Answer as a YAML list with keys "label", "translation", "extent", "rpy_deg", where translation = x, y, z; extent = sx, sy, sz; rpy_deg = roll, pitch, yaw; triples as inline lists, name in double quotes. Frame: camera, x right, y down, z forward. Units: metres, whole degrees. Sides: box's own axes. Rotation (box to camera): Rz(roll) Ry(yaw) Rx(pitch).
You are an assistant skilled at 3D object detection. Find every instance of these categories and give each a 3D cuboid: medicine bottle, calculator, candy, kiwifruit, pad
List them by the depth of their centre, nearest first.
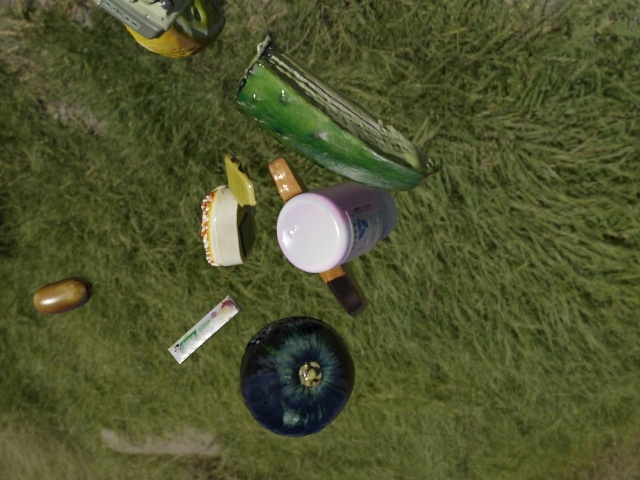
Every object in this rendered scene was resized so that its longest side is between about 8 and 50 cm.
- label: "medicine bottle"
  translation: [0.041, -0.035, 1.225]
  extent: [0.152, 0.255, 0.151]
  rpy_deg: [7, 104, 30]
- label: "candy"
  translation: [-0.297, -0.495, 1.261]
  extent: [0.118, 0.259, 0.260]
  rpy_deg: [-5, 143, 37]
- label: "kiwifruit"
  translation: [-0.553, 0.119, 1.359]
  extent: [0.125, 0.075, 0.075]
  rpy_deg: [-14, 144, -6]
- label: "pad"
  translation: [-0.758, -0.061, 1.675]
  extent: [0.004, 0.127, 0.190]
  rpy_deg: [64, 161, -13]
- label: "calculator"
  translation: [-0.249, -0.172, 1.971]
  extent: [0.033, 0.236, 0.157]
  rpy_deg: [-17, 128, -20]

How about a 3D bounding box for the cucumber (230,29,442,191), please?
- label: "cucumber"
  translation: [0.021, -0.148, 0.913]
  extent: [0.325, 0.105, 0.145]
  rpy_deg: [30, 142, -19]

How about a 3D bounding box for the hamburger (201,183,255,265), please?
- label: "hamburger"
  translation: [-0.322, -0.052, 2.204]
  extent: [0.152, 0.227, 0.295]
  rpy_deg: [4, 114, 16]

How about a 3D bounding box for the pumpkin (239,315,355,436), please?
- label: "pumpkin"
  translation: [-0.046, 0.262, 1.222]
  extent: [0.233, 0.233, 0.163]
  rpy_deg: [26, 156, -22]

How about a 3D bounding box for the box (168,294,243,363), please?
- label: "box"
  translation: [-0.279, 0.216, 1.535]
  extent: [0.207, 0.050, 0.041]
  rpy_deg: [-41, 170, 8]

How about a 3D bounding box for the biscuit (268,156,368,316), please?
- label: "biscuit"
  translation: [-0.001, 0.000, 1.594]
  extent: [0.078, 0.455, 0.350]
  rpy_deg: [-32, 146, 8]

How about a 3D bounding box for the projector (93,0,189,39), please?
- label: "projector"
  translation: [-0.271, -0.422, 0.828]
  extent: [0.270, 0.193, 0.088]
  rpy_deg: [37, 164, -25]
